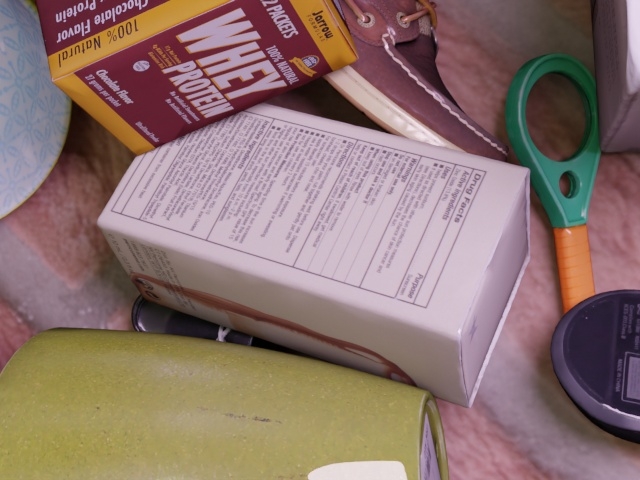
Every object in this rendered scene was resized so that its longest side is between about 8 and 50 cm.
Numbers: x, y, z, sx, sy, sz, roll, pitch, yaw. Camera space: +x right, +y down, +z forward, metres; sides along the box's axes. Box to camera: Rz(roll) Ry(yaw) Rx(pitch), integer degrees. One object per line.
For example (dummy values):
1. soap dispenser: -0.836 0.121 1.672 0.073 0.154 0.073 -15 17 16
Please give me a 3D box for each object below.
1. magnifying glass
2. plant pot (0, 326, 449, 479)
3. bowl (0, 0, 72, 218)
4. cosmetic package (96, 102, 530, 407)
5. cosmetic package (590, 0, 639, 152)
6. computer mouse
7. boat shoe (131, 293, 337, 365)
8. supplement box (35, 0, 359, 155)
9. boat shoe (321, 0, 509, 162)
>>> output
1. magnifying glass: 0.199 -0.036 0.839 0.092 0.026 0.230 -10 96 -29
2. plant pot: -0.058 0.190 0.776 0.294 0.275 0.274 -6 87 15
3. bowl: -0.374 -0.155 0.914 0.289 0.289 0.156 -38 38 9
4. cosmetic package: 0.000 0.000 0.809 0.296 0.129 0.153 17 62 22
5. cosmetic package: 0.372 -0.243 0.650 0.394 0.327 0.329 -4 87 12
6. computer mouse: 0.308 0.122 0.791 0.272 0.072 0.188 14 62 10
7. boat shoe: -0.059 0.074 0.889 0.233 0.079 0.084 10 92 15
8. supplement box: -0.101 -0.203 0.769 0.191 0.129 0.194 -22 66 10
9. boat shoe: 0.040 -0.184 0.856 0.342 0.123 0.123 45 99 17
